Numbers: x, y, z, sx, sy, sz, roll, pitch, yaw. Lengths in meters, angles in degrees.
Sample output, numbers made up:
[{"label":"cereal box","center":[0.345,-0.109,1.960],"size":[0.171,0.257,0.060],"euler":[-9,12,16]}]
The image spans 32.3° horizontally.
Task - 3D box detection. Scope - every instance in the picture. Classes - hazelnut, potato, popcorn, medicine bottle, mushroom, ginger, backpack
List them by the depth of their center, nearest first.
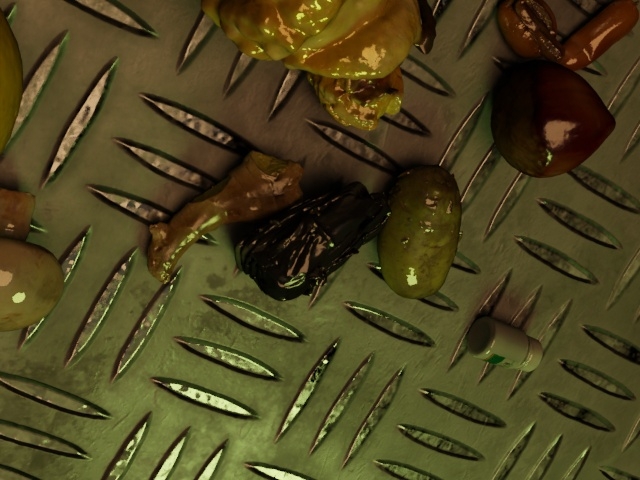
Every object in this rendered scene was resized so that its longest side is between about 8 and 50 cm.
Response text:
[{"label":"popcorn","center":[0.010,-0.387,1.539],"size":[0.381,0.349,0.349],"euler":[28,98,-23]},{"label":"mushroom","center":[-0.479,0.035,1.593],"size":[0.206,0.206,0.209],"euler":[-18,95,-15]},{"label":"popcorn","center":[0.059,-0.250,1.722],"size":[0.167,0.152,0.148],"euler":[31,69,-28]},{"label":"ginger","center":[-0.153,-0.038,1.755],"size":[0.294,0.086,0.131],"euler":[-35,133,4]},{"label":"backpack","center":[0.000,0.000,1.774],"size":[0.258,0.206,0.133],"euler":[-36,79,-11]},{"label":"hazelnut","center":[0.393,-0.200,1.849],"size":[0.208,0.208,0.208],"euler":[-8,114,-19]},{"label":"potato","center":[0.167,-0.012,1.879],"size":[0.149,0.113,0.251],"euler":[-10,123,-27]},{"label":"medicine bottle","center":[0.343,0.196,2.052],"size":[0.130,0.080,0.080],"euler":[22,101,-28]}]

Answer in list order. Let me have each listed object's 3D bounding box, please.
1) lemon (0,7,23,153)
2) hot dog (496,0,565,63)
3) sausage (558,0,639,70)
[{"label":"lemon","center":[-0.536,-0.197,1.377],"size":[0.348,0.348,0.348],"euler":[-8,114,-19]},{"label":"hot dog","center":[0.353,-0.349,1.843],"size":[0.090,0.060,0.140],"euler":[-34,124,-1]},{"label":"sausage","center":[0.476,-0.351,1.897],"size":[0.183,0.054,0.062],"euler":[-42,88,0]}]
